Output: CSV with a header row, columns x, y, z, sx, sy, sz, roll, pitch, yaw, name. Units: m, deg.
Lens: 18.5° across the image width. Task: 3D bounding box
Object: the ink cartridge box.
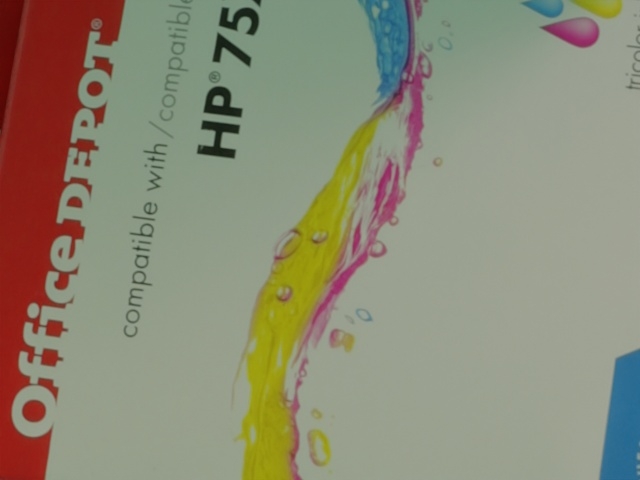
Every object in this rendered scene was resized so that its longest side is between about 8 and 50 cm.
x,y,z,sx,sy,sz,roll,pitch,yaw,name
0.000,0.000,0.446,0.231,0.078,0.134,7,82,8,ink cartridge box
